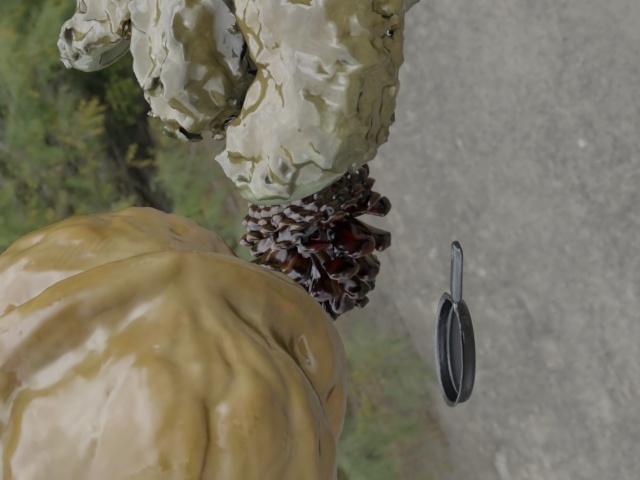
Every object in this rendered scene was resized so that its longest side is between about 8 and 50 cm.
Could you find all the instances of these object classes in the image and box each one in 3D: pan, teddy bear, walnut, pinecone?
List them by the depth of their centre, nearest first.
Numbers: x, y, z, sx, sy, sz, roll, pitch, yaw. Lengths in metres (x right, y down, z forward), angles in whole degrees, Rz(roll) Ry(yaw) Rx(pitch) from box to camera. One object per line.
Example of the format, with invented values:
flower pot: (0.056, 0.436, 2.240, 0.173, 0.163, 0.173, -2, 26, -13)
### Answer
teddy bear: (-0.030, -0.155, 0.615, 0.156, 0.267, 0.256, 42, 161, -26)
walnut: (-0.101, 0.106, 0.624, 0.224, 0.257, 0.257, 55, 163, 43)
pinecone: (-0.003, -0.002, 0.810, 0.102, 0.102, 0.109, 57, 156, 36)
pan: (0.159, 0.092, 1.455, 0.136, 0.028, 0.235, -100, 8, -47)
